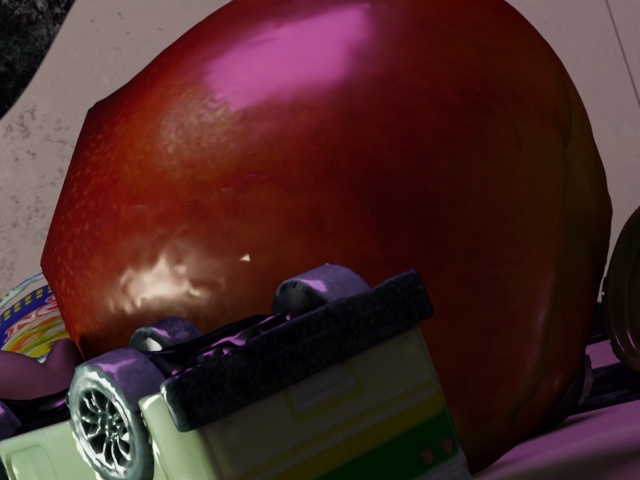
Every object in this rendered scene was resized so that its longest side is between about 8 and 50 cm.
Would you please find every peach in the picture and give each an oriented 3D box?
[{"bbox_3d":[0.000,0.000,1.257,0.388,0.388,0.388,-17,-3,-1],"label":"peach"}]

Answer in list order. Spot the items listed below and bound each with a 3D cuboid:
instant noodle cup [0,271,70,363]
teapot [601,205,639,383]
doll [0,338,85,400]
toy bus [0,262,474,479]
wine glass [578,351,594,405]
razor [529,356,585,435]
[{"bbox_3d":[-0.198,0.170,1.651,0.284,0.284,0.312,-17,6,-4],"label":"instant noodle cup"},{"bbox_3d":[0.299,0.042,1.219,0.182,0.173,0.269,11,-5,-24],"label":"teapot"},{"bbox_3d":[-0.287,0.181,1.058,0.370,0.215,0.226,-19,-19,-11],"label":"doll"},{"bbox_3d":[-0.058,0.119,0.800,0.133,0.165,0.276,-22,0,-35],"label":"toy bus"},{"bbox_3d":[0.168,0.153,1.855,0.074,0.074,0.262,-16,-4,-31],"label":"wine glass"},{"bbox_3d":[0.077,0.151,1.728,0.204,0.114,0.349,-19,-2,-35],"label":"razor"}]
